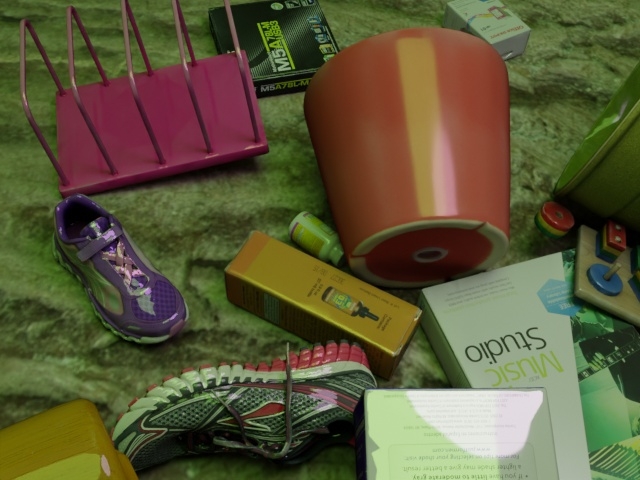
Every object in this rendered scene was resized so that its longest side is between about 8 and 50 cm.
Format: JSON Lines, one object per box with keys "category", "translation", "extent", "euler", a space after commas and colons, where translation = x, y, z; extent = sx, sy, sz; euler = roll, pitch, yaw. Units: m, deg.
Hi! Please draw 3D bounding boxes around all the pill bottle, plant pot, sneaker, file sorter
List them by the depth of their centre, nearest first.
{"category": "sneaker", "translation": [-0.074, 0.192, 0.870], "extent": [0.299, 0.121, 0.112], "euler": [-12, 58, -14]}
{"category": "sneaker", "translation": [-0.255, 0.027, 0.993], "extent": [0.095, 0.104, 0.236], "euler": [-36, 64, -28]}
{"category": "plant pot", "translation": [0.120, -0.086, 1.025], "extent": [0.275, 0.275, 0.243], "euler": [-2, 64, -6]}
{"category": "plant pot", "translation": [0.554, -0.109, 1.036], "extent": [0.353, 0.366, 0.366], "euler": [36, 57, 7]}
{"category": "pill bottle", "translation": [0.000, 0.000, 1.069], "extent": [0.083, 0.043, 0.043], "euler": [37, 59, 21]}
{"category": "file sorter", "translation": [-0.241, -0.217, 1.103], "extent": [0.291, 0.182, 0.202], "euler": [-13, 55, -3]}

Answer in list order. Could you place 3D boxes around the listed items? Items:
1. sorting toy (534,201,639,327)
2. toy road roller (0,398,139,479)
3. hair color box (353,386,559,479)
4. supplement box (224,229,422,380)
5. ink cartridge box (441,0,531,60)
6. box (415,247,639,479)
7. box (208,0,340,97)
{"category": "sorting toy", "translation": [0.397, 0.044, 1.015], "extent": [0.275, 0.046, 0.132], "euler": [26, 42, -3]}
{"category": "toy road roller", "translation": [-0.203, 0.289, 0.668], "extent": [0.203, 0.240, 0.329], "euler": [-23, 31, -20]}
{"category": "hair color box", "translation": [0.132, 0.314, 0.759], "extent": [0.185, 0.110, 0.338], "euler": [1, 64, -4]}
{"category": "supplement box", "translation": [0.001, 0.078, 0.990], "extent": [0.233, 0.080, 0.078], "euler": [25, 56, 16]}
{"category": "ink cartridge box", "translation": [0.277, -0.356, 1.357], "extent": [0.089, 0.052, 0.122], "euler": [-24, 59, -21]}
{"category": "box", "translation": [0.281, 0.168, 0.954], "extent": [0.232, 0.058, 0.322], "euler": [-14, 56, -15]}
{"category": "box", "translation": [-0.073, -0.313, 1.303], "extent": [0.184, 0.045, 0.190], "euler": [-9, 54, -13]}
